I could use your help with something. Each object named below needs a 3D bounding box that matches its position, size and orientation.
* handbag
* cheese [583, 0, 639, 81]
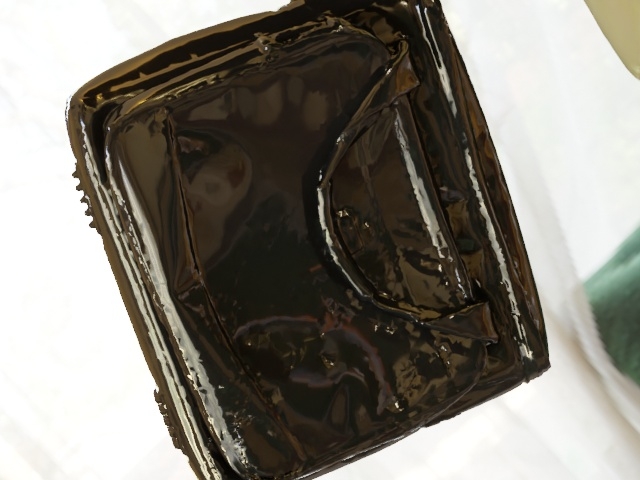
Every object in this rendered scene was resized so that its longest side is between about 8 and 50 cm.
[{"bbox_3d":[0.000,0.000,0.808,0.244,0.275,0.088,-22,11,-13],"label":"handbag"},{"bbox_3d":[0.196,-0.088,0.417,0.093,0.263,0.159,120,160,-56],"label":"cheese"}]
